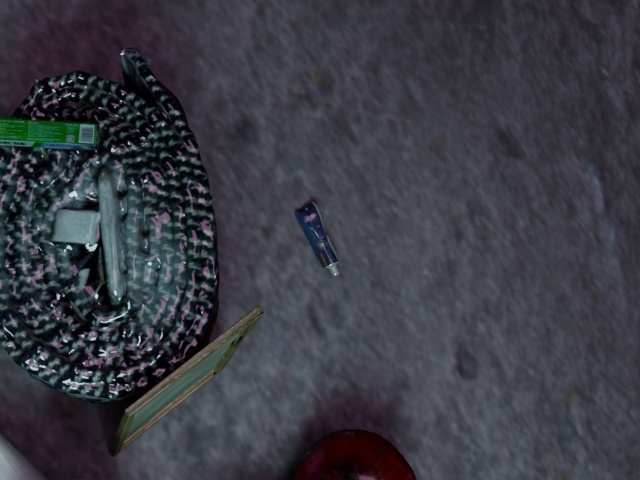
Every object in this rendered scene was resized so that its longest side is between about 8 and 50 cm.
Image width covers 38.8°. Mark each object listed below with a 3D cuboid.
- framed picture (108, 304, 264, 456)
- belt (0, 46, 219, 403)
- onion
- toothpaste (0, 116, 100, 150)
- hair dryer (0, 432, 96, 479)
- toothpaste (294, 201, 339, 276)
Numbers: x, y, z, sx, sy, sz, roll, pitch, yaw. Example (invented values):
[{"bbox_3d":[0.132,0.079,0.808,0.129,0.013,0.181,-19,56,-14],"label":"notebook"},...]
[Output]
[{"bbox_3d":[-0.122,0.128,0.794,0.136,0.201,0.010,-37,82,-26],"label":"framed picture"},{"bbox_3d":[-0.194,-0.001,0.814,0.207,0.160,0.295,-10,77,-9],"label":"belt"},{"bbox_3d":[0.033,0.251,0.883,0.131,0.131,0.131,5,77,-23],"label":"onion"},{"bbox_3d":[-0.223,-0.087,0.740,0.083,0.017,0.020,3,78,-6],"label":"toothpaste"},{"bbox_3d":[-0.292,0.170,0.746,0.357,0.173,0.107,42,64,3],"label":"hair dryer"},{"bbox_3d":[0.000,0.000,0.978,0.027,0.019,0.083,-25,86,-10],"label":"toothpaste"}]
